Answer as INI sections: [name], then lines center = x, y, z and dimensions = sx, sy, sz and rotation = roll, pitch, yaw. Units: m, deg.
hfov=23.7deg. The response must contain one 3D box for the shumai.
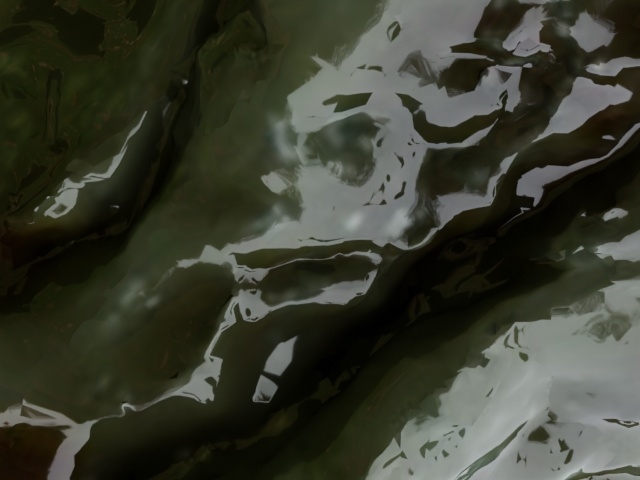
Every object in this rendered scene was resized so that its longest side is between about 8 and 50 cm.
[shumai]
center = 0.000, 0.000, 0.514
dimensions = 0.323, 0.397, 0.324
rotation = -44, -141, -17
